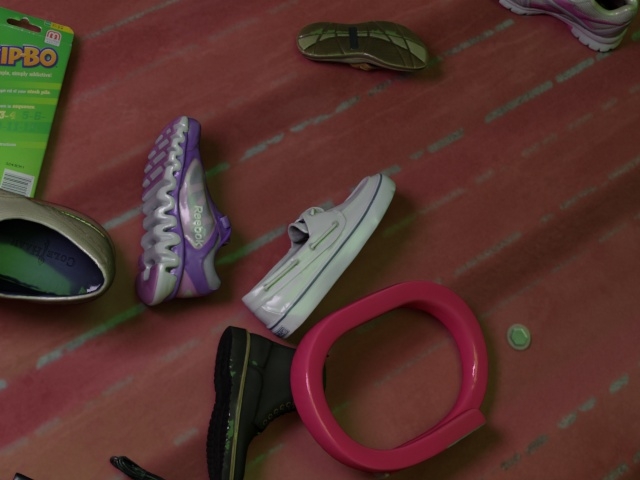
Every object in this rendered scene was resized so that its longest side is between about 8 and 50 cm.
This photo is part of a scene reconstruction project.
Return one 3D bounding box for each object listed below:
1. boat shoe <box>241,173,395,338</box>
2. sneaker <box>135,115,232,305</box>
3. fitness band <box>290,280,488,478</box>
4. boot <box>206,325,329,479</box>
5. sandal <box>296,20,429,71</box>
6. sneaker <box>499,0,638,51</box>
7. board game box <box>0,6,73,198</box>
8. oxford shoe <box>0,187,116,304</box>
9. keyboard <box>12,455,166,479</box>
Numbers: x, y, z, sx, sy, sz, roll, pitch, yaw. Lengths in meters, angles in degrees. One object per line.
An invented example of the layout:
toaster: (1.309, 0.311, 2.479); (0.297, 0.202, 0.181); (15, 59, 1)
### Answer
boat shoe: (0.000, 0.000, 1.577); (0.084, 0.095, 0.258); (41, 62, -8)
sneaker: (-0.158, -0.032, 1.538); (0.104, 0.095, 0.237); (9, 74, -24)
fitness band: (0.093, 0.165, 1.554); (0.290, 0.054, 0.209); (-22, 84, -36)
boot: (-0.056, 0.207, 1.501); (0.137, 0.077, 0.198); (14, 69, -21)
sandal: (0.056, -0.257, 1.717); (0.180, 0.049, 0.072); (3, 65, -4)
sneaker: (0.351, -0.372, 1.826); (0.252, 0.111, 0.103); (22, 66, -12)
board game box: (-0.381, -0.154, 1.522); (0.124, 0.039, 0.260); (15, 70, -16)
oxford shoe: (-0.411, -0.018, 1.384); (0.396, 0.146, 0.141); (11, 94, -15)
keyboard: (-0.204, 0.344, 1.419); (0.317, 0.033, 0.202); (28, 64, -10)
